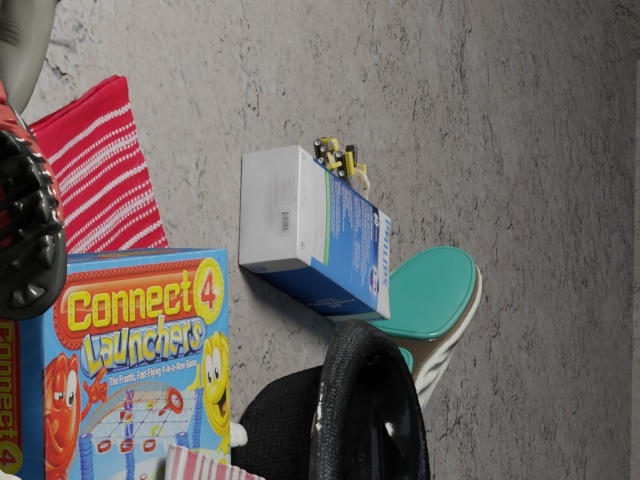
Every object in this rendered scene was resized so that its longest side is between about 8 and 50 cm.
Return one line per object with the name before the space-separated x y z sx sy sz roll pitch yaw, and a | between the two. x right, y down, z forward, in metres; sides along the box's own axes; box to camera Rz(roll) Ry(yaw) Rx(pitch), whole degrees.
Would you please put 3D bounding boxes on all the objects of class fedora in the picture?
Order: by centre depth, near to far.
fedora | 0.002 0.253 1.697 0.334 0.152 0.334 -8 90 -66

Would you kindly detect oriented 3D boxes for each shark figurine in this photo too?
shark figurine | -0.235 -0.243 1.308 0.166 0.116 0.278 -79 170 -47

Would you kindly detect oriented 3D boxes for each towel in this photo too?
towel | -0.097 0.267 1.405 0.197 0.029 0.144 38 56 -58
towel | -0.195 0.000 1.487 0.199 0.031 0.275 -44 123 -60

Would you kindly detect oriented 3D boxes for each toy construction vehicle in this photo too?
toy construction vehicle | 0.030 -0.084 2.013 0.086 0.035 0.098 -19 100 -66

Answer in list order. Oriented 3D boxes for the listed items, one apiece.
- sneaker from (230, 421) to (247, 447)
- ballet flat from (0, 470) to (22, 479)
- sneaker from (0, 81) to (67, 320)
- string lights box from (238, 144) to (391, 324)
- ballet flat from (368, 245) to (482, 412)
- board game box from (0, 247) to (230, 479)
sneaker | -0.117 0.176 1.578 0.152 0.053 0.061 19 63 -63
ballet flat | -0.224 0.142 0.986 0.241 0.077 0.091 58 34 -43
sneaker | -0.246 -0.038 1.205 0.276 0.097 0.135 58 -7 34
string lights box | 0.000 0.000 1.866 0.259 0.076 0.133 36 51 -58
ballet flat | 0.097 0.160 2.005 0.400 0.139 0.139 -58 135 -50
board game box | -0.181 0.162 1.350 0.308 0.086 0.302 -7 97 -66
